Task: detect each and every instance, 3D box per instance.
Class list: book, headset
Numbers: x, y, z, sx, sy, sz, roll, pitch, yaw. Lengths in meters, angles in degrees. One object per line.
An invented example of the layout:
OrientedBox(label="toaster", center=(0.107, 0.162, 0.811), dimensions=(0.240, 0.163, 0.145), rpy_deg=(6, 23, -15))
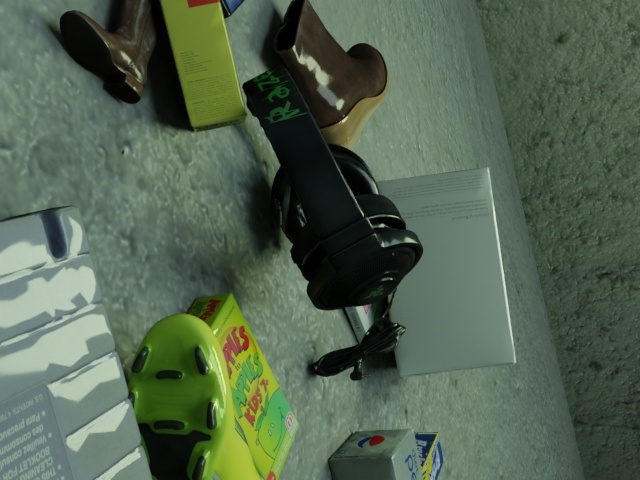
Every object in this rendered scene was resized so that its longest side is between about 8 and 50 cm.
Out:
OrientedBox(label="book", center=(0.055, 0.070, 1.052), dimensions=(0.096, 0.035, 0.144), rpy_deg=(-67, 143, -48))
OrientedBox(label="headset", center=(0.000, 0.000, 0.802), dimensions=(0.394, 0.185, 0.243), rpy_deg=(60, 3, -36))

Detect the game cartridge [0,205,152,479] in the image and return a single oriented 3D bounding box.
OrientedBox(label="game cartridge", center=(-0.235, 0.122, 0.370), dimensions=(0.355, 0.068, 0.230), rpy_deg=(-27, 110, -65))

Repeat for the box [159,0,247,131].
OrientedBox(label="box", center=(-0.126, -0.227, 0.697), dimensions=(0.087, 0.058, 0.232), rpy_deg=(-152, -131, -82))

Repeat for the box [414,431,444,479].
OrientedBox(label="box", center=(0.142, 0.361, 1.095), dimensions=(0.169, 0.059, 0.054), rpy_deg=(-38, 118, -62))

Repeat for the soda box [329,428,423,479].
OrientedBox(label="soda box", center=(0.096, 0.403, 0.941), dimensions=(0.098, 0.091, 0.287), rpy_deg=(-19, 98, -65))

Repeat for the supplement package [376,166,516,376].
OrientedBox(label="supplement package", center=(0.187, 0.053, 1.119), dimensions=(0.177, 0.175, 0.293), rpy_deg=(49, 34, -82))

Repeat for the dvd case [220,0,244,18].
OrientedBox(label="dvd case", center=(-0.136, -0.405, 0.819), dimensions=(0.253, 0.022, 0.180), rpy_deg=(65, 30, -31))

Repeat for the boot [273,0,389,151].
OrientedBox(label="boot", center=(0.021, -0.266, 1.023), dimensions=(0.207, 0.090, 0.249), rpy_deg=(60, 35, -42))

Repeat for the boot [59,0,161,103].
OrientedBox(label="boot", center=(-0.180, -0.196, 0.629), dimensions=(0.106, 0.037, 0.114), rpy_deg=(61, 31, -54))

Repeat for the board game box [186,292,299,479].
OrientedBox(label="board game box", center=(-0.085, 0.153, 0.699), dimensions=(0.181, 0.043, 0.092), rpy_deg=(67, 28, -27))

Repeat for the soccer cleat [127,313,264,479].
OrientedBox(label="soccer cleat", center=(-0.095, 0.199, 0.617), dimensions=(0.121, 0.093, 0.289), rpy_deg=(-38, 117, -74))
